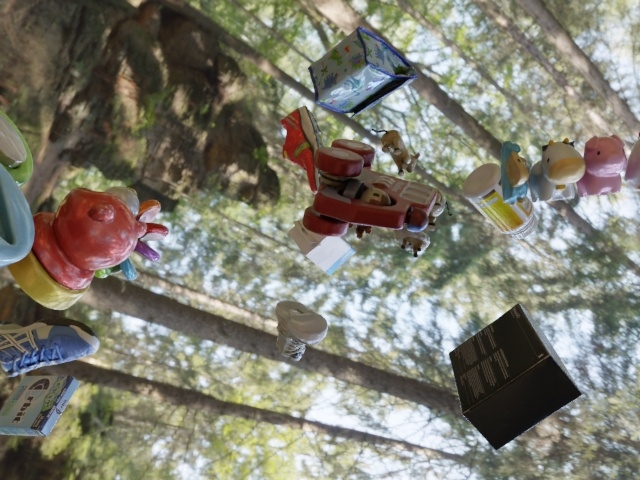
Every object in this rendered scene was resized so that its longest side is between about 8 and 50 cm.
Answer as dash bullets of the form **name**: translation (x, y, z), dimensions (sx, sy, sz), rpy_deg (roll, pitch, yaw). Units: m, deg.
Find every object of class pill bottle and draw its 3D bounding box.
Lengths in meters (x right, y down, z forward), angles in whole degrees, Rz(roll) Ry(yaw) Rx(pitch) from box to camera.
- **pill bottle**: translation (0.482, -0.099, 1.693), dimensions (0.117, 0.215, 0.117), rpy_deg (-37, -152, 24)

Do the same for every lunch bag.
- **lunch bag**: translation (0.077, -0.279, 1.110), dimensions (0.129, 0.151, 0.096), rpy_deg (-26, -113, 37)

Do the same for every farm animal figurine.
- **farm animal figurine**: translation (0.232, -0.148, 1.884), dimensions (0.172, 0.327, 0.330), rpy_deg (-79, -165, -56)

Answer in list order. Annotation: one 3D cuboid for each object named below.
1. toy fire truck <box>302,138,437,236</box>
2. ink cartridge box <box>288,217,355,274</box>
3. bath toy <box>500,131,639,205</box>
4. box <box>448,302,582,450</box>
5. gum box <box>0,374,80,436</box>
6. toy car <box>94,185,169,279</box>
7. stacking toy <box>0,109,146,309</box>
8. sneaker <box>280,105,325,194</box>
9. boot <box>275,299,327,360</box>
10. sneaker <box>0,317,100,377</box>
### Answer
- **toy fire truck**: translation (0.113, -0.095, 1.355), dimensions (0.254, 0.302, 0.169), rpy_deg (16, -69, 11)
- **ink cartridge box**: translation (0.000, 0.000, 1.522), dimensions (0.090, 0.143, 0.092), rpy_deg (-42, -128, 5)
- **bath toy**: translation (0.528, -0.149, 1.249), dimensions (0.151, 0.348, 0.129), rpy_deg (164, -80, -84)
- **box**: translation (0.355, 0.247, 1.209), dimensions (0.184, 0.103, 0.261), rpy_deg (-41, -174, 14)
- **gum box**: translation (-0.731, 0.421, 1.640), dimensions (0.184, 0.041, 0.157), rpy_deg (-8, -140, 28)
- **toy car**: translation (-0.363, -0.005, 1.216), dimensions (0.159, 0.136, 0.182), rpy_deg (119, -8, -76)
- **stacking toy**: translation (-0.335, -0.078, 0.673), dimensions (0.130, 0.309, 0.279), rpy_deg (-28, -101, 10)
- **sneaker**: translation (-0.044, -0.235, 1.759), dimensions (0.118, 0.107, 0.279), rpy_deg (-23, -118, 16)
- **boot**: translation (-0.048, 0.236, 1.556), dimensions (0.258, 0.095, 0.123), rpy_deg (-148, -123, -71)
- **sneaker**: translation (-0.439, 0.171, 0.974), dimensions (0.211, 0.080, 0.081), rpy_deg (-6, -143, 8)
